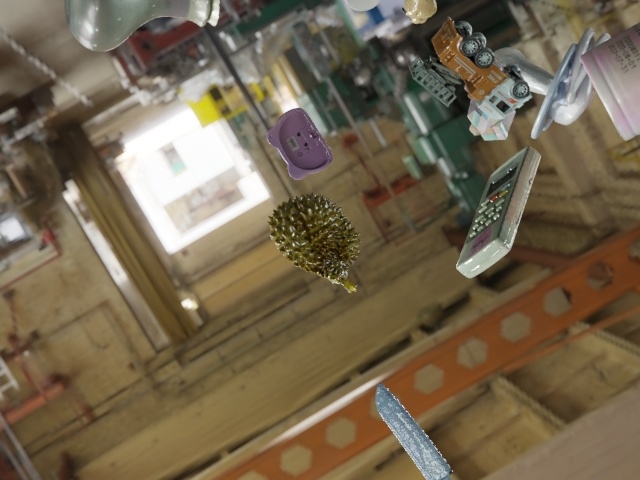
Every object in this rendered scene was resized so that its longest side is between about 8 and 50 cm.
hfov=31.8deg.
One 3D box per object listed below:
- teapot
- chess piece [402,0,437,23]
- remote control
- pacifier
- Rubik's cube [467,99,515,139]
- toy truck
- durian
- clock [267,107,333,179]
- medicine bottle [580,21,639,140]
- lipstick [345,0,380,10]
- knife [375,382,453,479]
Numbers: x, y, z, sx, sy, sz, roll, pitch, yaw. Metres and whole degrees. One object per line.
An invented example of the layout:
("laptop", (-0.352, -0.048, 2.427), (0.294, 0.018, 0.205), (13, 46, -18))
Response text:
("teapot", (-0.299, -0.409, 1.889), (0.251, 0.183, 0.183), (-4, 180, -17))
("chess piece", (0.142, -0.371, 1.557), (0.060, 0.060, 0.172), (-33, 148, -26))
("remote control", (0.389, -0.064, 2.447), (0.145, 0.050, 0.344), (-41, -165, 43))
("pacifier", (0.466, -0.350, 2.377), (0.299, 0.233, 0.244), (-34, 143, -67))
("Rubik's cube", (0.309, -0.219, 2.038), (0.084, 0.075, 0.073), (-12, -129, 48))
("toy truck", (0.245, -0.262, 1.810), (0.115, 0.178, 0.080), (-46, -155, 21))
("durian", (0.000, 0.000, 1.789), (0.146, 0.208, 0.102), (-6, 141, -39))
("clock", (-0.051, -0.214, 2.500), (0.110, 0.152, 0.050), (-34, -164, -5))
("medicine bottle", (0.536, -0.273, 1.681), (0.254, 0.152, 0.152), (-27, -172, 17))
("lipstick", (0.015, -0.398, 1.507), (0.059, 0.059, 0.264), (-29, -133, 4))
("knife", (0.169, 0.337, 1.620), (0.044, 0.313, 0.019), (-36, 180, 13))
